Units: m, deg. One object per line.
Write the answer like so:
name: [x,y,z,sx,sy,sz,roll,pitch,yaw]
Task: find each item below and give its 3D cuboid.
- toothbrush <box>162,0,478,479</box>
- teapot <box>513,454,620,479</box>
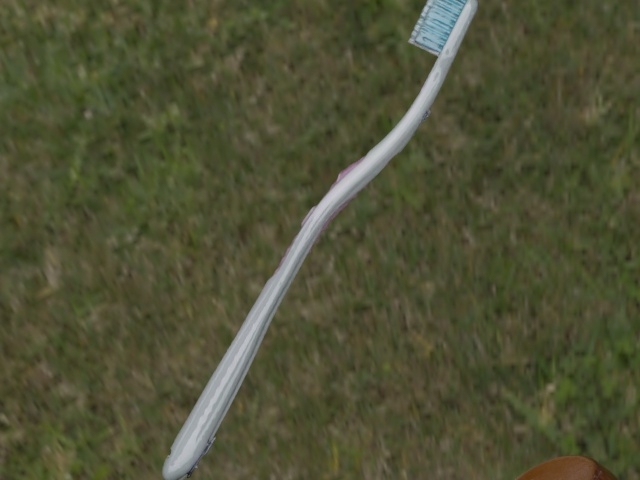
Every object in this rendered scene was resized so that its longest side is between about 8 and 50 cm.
toothbrush: [0.000,0.000,0.647,0.022,0.017,0.204,31,92,4]
teapot: [0.196,0.238,1.426,0.116,0.116,0.173,36,56,24]
